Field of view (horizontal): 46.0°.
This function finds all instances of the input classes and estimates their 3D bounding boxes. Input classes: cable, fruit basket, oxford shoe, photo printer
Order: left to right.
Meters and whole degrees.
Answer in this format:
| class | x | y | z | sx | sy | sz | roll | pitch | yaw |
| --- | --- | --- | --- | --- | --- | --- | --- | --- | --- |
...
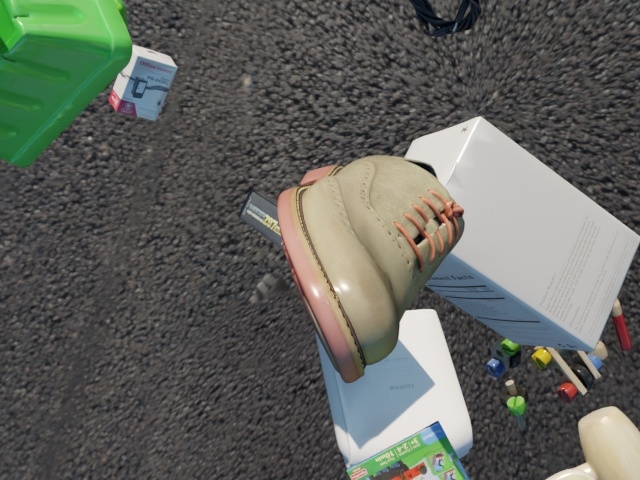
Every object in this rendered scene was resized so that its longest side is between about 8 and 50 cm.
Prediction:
| class | x | y | z | sx | sy | sz | roll | pitch | yaw |
| --- | --- | --- | --- | --- | --- | --- | --- | --- | --- |
| fruit basket | -0.454 | -0.327 | 1.292 | 0.391 | 0.392 | 0.283 | -28 | 79 | 15 |
| oxford shoe | 0.049 | -0.010 | 0.596 | 0.130 | 0.348 | 0.123 | -18 | 109 | 10 |
| photo printer | 0.140 | 0.289 | 1.432 | 0.255 | 0.107 | 0.308 | -4 | 54 | -10 |
| cable | 0.249 | -0.507 | 1.537 | 0.150 | 0.047 | 0.185 | 4 | 126 | 41 |

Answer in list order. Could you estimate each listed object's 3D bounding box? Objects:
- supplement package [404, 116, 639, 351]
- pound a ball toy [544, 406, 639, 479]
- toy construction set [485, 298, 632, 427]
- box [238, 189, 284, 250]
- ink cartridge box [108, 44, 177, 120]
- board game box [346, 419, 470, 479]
| class | x | y | z | sx | sy | sz | roll | pitch | yaw |
| --- | --- | --- | --- | --- | --- | --- | --- | --- | --- |
| supplement package | 0.238 | -0.001 | 1.011 | 0.292 | 0.175 | 0.178 | 33 | 76 | -17 |
| pound a ball toy | 0.118 | 0.260 | 0.474 | 0.319 | 0.208 | 0.136 | -37 | 82 | 3 |
| toy construction set | 0.468 | 0.176 | 1.555 | 0.308 | 0.257 | 0.237 | -22 | 109 | -2 |
| box | 0.000 | 0.000 | 1.277 | 0.183 | 0.232 | 0.059 | 35 | 101 | 50 |
| ink cartridge box | -0.423 | -0.375 | 1.799 | 0.063 | 0.109 | 0.151 | 51 | 121 | 42 |
| board game box | 0.158 | 0.402 | 1.121 | 0.160 | 0.039 | 0.212 | -28 | 80 | -1 |
